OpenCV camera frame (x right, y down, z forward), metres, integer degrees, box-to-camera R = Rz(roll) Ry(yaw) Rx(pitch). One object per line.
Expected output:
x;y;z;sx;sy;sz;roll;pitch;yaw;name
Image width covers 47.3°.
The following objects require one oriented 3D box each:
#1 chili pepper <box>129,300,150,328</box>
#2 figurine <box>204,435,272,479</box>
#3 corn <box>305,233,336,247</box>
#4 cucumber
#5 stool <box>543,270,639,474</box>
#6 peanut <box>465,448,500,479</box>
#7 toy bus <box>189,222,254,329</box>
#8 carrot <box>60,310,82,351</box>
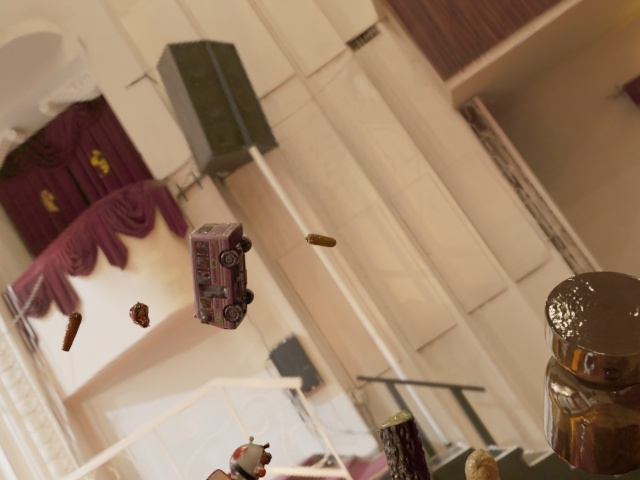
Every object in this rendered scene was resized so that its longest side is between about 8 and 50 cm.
-0.519;0.215;2.104;0.268;0.050;0.059;115;176;-72;chili pepper
-0.241;0.725;2.322;0.183;0.160;0.226;-50;-1;41;figurine
0.000;0.000;1.698;0.083;0.027;0.028;10;-7;-31;corn
0.164;0.445;1.257;0.072;0.300;0.072;-14;-2;-1;cucumber
0.428;0.202;1.102;0.179;0.179;0.264;-29;-51;-21;stool
0.447;0.653;1.980;0.098;0.214;0.090;-38;35;-29;peanut
-0.194;0.068;1.416;0.108;0.199;0.096;4;20;12;toy bus
-0.569;0.207;1.668;0.032;0.032;0.093;13;-84;-75;carrot
